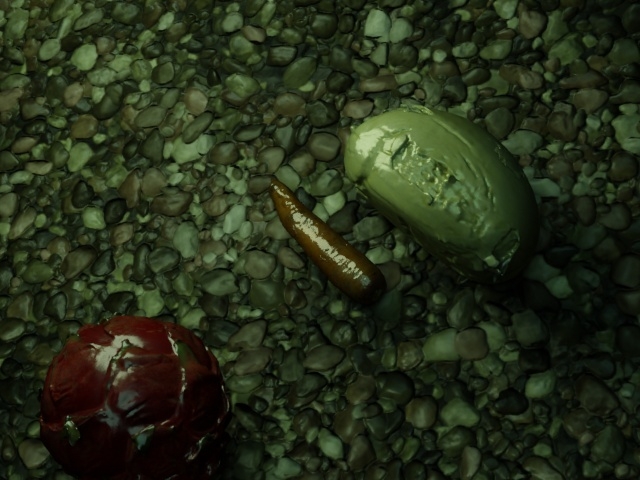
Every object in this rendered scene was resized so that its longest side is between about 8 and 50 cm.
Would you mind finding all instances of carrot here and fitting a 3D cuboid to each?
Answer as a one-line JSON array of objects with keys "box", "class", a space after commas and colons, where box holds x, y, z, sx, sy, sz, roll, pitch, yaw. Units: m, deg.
[{"box": [0.000, 0.000, 1.708, 0.059, 0.059, 0.248, -42, 60, -5], "class": "carrot"}]

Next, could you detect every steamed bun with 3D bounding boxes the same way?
[{"box": [0.168, -0.070, 1.596, 0.273, 0.232, 0.166, 37, 86, 24], "class": "steamed bun"}]

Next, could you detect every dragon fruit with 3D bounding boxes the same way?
[{"box": [-0.236, 0.208, 1.573, 0.244, 0.244, 0.299, -48, 45, -8], "class": "dragon fruit"}]
